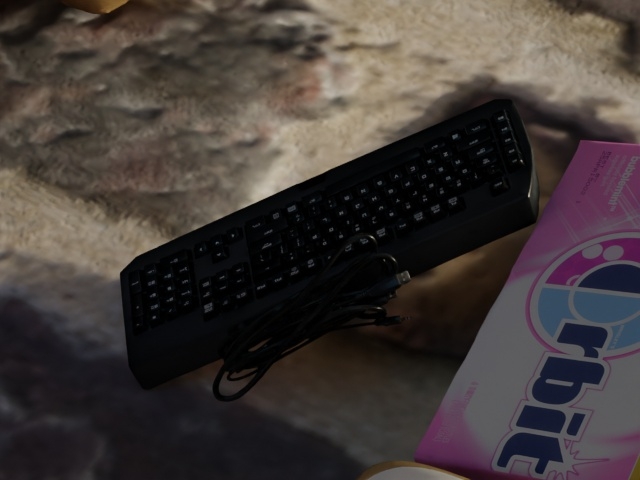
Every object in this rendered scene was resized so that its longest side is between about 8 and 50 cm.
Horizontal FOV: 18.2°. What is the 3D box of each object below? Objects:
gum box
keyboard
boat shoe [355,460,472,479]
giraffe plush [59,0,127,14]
[{"bbox_3d":[0.129,0.041,0.796,0.107,0.062,0.188,6,49,33],"label":"gum box"},{"bbox_3d":[0.000,0.000,0.838,0.192,0.038,0.100,-25,46,10],"label":"keyboard"},{"bbox_3d":[0.112,0.168,0.688,0.277,0.098,0.096,16,50,28],"label":"boat shoe"},{"bbox_3d":[-0.115,-0.192,0.997,0.210,0.181,0.170,32,77,15],"label":"giraffe plush"}]
